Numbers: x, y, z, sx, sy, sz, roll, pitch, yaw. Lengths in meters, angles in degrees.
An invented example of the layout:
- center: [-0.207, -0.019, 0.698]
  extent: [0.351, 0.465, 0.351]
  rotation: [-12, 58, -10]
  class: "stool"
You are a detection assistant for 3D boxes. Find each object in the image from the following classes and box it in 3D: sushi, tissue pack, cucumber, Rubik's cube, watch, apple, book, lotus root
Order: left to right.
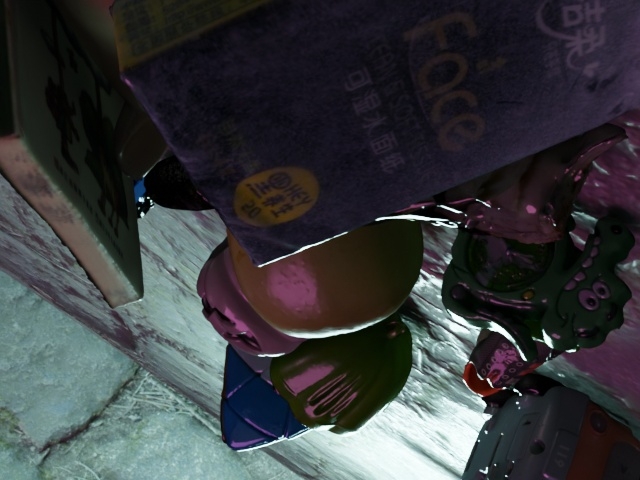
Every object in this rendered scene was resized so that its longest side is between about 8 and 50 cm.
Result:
- center: [-0.192, -0.164, 0.706]
  extent: [0.260, 0.043, 0.371]
  rotation: [78, 179, -65]
  class: "book"
- center: [-0.164, -0.072, 1.204]
  extent: [0.074, 0.074, 0.241]
  rotation: [44, 160, -22]
  class: "cucumber"
- center: [-0.007, 0.210, 1.502]
  extent: [0.254, 0.254, 0.254]
  rotation: [32, 160, 13]
  class: "Rubik's cube"
- center: [0.000, 0.000, 0.929]
  extent: [0.200, 0.200, 0.200]
  rotation: [32, 160, 13]
  class: "apple"
- center: [0.052, 0.135, 1.221]
  extent: [0.186, 0.186, 0.186]
  rotation: [32, 160, 13]
  class: "lotus root"
- center: [0.040, -0.103, 0.535]
  extent: [0.185, 0.257, 0.081]
  rotation: [60, -171, -53]
  class: "tissue pack"
- center: [0.116, -0.052, 0.739]
  extent: [0.273, 0.134, 0.109]
  rotation: [-1, 155, 38]
  class: "sushi"
- center: [0.183, 0.044, 0.821]
  extent: [0.165, 0.131, 0.152]
  rotation: [24, 168, 28]
  class: "watch"

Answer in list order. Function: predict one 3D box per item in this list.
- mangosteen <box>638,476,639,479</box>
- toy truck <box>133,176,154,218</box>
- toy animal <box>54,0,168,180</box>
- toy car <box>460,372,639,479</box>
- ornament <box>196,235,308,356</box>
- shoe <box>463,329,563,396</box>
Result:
- center: [0.402, 0.311, 0.831]
  extent: [0.300, 0.300, 0.300]
  rotation: [32, 160, 13]
  class: "mangosteen"
- center: [-0.310, -0.067, 1.400]
  extent: [0.126, 0.113, 0.208]
  rotation: [40, 160, -7]
  class: "toy truck"
- center: [-0.071, -0.186, 0.637]
  extent: [0.212, 0.195, 0.256]
  rotation: [-4, 158, 3]
  class: "toy animal"
- center: [0.280, 0.285, 1.145]
  extent: [0.212, 0.181, 0.270]
  rotation: [25, 161, -1]
  class: "toy car"
- center: [-0.050, 0.054, 1.147]
  extent: [0.177, 0.177, 0.177]
  rotation: [32, 160, 13]
  class: "ornament"
- center: [0.201, 0.117, 1.012]
  extent: [0.074, 0.077, 0.194]
  rotation: [36, 161, 3]
  class: "shoe"
